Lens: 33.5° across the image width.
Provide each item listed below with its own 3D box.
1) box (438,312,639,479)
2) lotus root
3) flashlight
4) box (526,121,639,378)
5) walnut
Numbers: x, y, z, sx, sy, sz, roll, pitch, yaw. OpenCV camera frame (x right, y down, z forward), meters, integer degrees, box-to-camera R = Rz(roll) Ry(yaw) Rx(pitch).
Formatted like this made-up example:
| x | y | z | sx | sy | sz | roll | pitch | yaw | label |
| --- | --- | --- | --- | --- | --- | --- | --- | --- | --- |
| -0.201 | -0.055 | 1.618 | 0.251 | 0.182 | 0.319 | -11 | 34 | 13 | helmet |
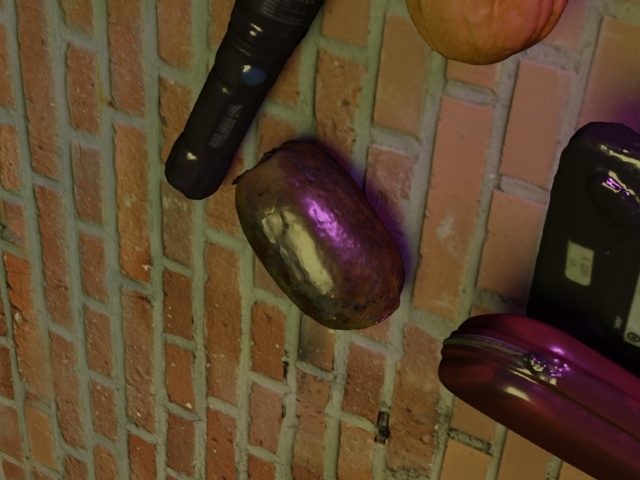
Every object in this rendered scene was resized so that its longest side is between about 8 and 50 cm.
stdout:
| x | y | z | sx | sy | sz | roll | pitch | yaw | label |
| --- | --- | --- | --- | --- | --- | --- | --- | --- | --- |
| 0.331 | 0.215 | 1.270 | 0.404 | 0.108 | 0.263 | 31 | 169 | -9 | box |
| 0.000 | 0.000 | 1.423 | 0.160 | 0.152 | 0.275 | -34 | 99 | 33 | lotus root |
| -0.108 | -0.211 | 1.395 | 0.103 | 0.103 | 0.424 | 39 | 132 | 6 | flashlight |
| 0.406 | 0.054 | 1.155 | 0.350 | 0.091 | 0.359 | 22 | 141 | 21 | box |
| 0.174 | -0.291 | 1.093 | 0.195 | 0.195 | 0.221 | 11 | 119 | 28 | walnut |
